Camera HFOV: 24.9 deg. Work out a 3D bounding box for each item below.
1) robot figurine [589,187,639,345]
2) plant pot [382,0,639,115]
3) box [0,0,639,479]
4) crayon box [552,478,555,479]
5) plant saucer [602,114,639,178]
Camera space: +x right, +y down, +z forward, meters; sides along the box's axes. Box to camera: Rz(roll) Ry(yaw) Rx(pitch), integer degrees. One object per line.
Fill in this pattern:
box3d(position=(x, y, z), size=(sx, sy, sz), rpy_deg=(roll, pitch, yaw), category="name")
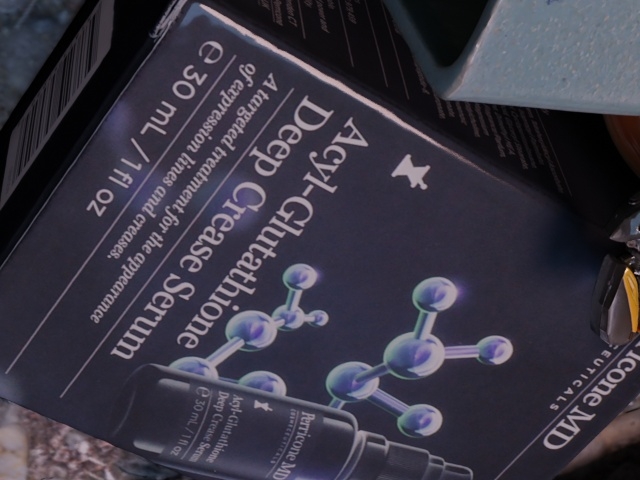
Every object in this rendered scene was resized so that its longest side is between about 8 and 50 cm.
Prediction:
box3d(position=(0.272, -0.029, 0.788), size=(0.211, 0.085, 0.291), rpy_deg=(19, 108, -40), category="robot figurine")
box3d(position=(0.187, -0.216, 0.803), size=(0.252, 0.247, 0.248), rpy_deg=(10, 124, -25), category="plant pot")
box3d(position=(0.000, 0.000, 0.943), size=(0.395, 0.212, 0.293), rpy_deg=(27, 118, -23), category="box")
box3d(position=(0.022, 0.274, 1.215), size=(0.323, 0.083, 0.203), rpy_deg=(7, 124, -11), category="crayon box")
box3d(position=(0.281, -0.106, 0.935), size=(0.200, 0.200, 0.037), rpy_deg=(-26, 164, 13), category="plant saucer")
